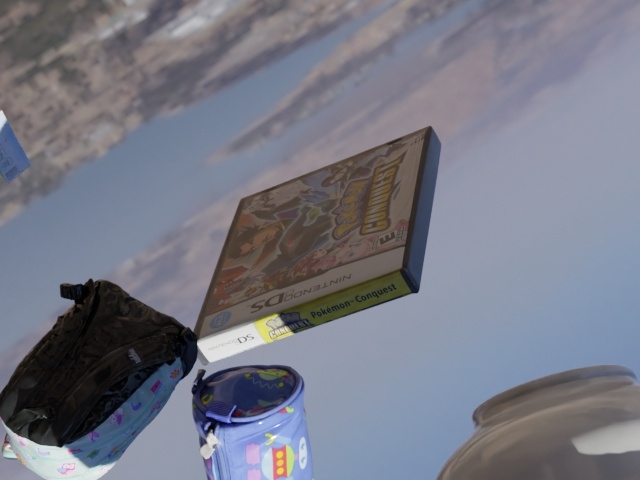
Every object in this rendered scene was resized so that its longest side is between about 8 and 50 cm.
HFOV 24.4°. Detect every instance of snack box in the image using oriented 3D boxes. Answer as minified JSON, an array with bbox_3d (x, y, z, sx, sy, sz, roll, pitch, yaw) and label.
[{"bbox_3d":[-0.356,-0.126,1.522,0.037,0.100,0.141,-43,165,-13],"label":"snack box"}]

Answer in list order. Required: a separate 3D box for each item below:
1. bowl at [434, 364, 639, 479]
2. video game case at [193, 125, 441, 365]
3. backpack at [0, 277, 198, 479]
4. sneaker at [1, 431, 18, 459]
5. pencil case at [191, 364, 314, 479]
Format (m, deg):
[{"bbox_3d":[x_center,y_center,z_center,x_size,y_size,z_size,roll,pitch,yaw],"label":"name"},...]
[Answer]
[{"bbox_3d":[0.210,0.188,1.217,0.298,0.134,0.298,-12,158,-5],"label":"bowl"},{"bbox_3d":[0.000,0.000,1.555,0.248,0.035,0.275,-20,-151,22],"label":"video game case"},{"bbox_3d":[-0.216,0.140,1.395,0.182,0.152,0.115,-50,149,-29],"label":"backpack"},{"bbox_3d":[-0.340,0.239,1.825,0.098,0.069,0.038,9,164,-18],"label":"sneaker"},{"bbox_3d":[-0.068,0.285,1.641,0.119,0.306,0.133,15,-149,39],"label":"pencil case"}]
